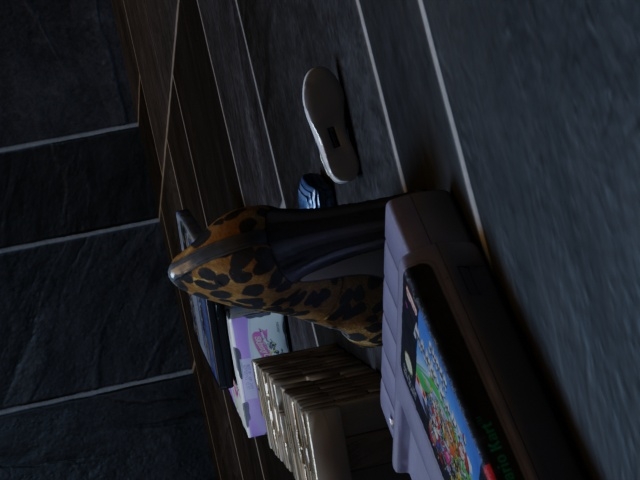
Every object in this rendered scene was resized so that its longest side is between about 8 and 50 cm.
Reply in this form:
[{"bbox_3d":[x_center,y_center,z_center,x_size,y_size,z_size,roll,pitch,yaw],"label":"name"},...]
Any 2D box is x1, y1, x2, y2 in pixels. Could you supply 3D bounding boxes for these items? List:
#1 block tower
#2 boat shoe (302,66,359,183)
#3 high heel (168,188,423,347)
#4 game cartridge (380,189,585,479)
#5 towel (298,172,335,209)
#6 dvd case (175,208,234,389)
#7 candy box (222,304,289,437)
[{"bbox_3d":[0.010,0.163,1.456,0.335,0.097,0.091,-156,55,-80],"label":"block tower"},{"bbox_3d":[0.007,-0.095,1.342,0.035,0.035,0.100,158,93,-77],"label":"boat shoe"},{"bbox_3d":[-0.025,0.035,1.215,0.261,0.186,0.093,102,154,-67],"label":"high heel"},{"bbox_3d":[0.105,0.163,1.010,0.230,0.068,0.355,83,170,-47],"label":"game cartridge"},{"bbox_3d":[0.000,0.000,1.502,0.067,0.029,0.119,-128,28,-71],"label":"towel"},{"bbox_3d":[-0.149,0.070,2.051,0.253,0.022,0.180,-134,35,-73],"label":"dvd case"},{"bbox_3d":[-0.087,0.132,2.030,0.196,0.070,0.165,-125,26,-68],"label":"candy box"}]
